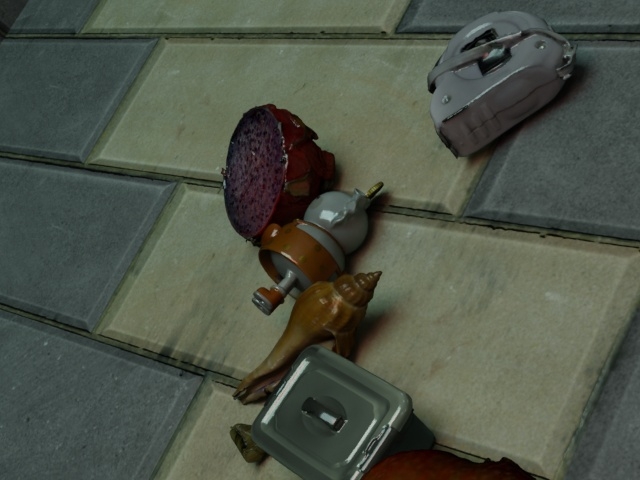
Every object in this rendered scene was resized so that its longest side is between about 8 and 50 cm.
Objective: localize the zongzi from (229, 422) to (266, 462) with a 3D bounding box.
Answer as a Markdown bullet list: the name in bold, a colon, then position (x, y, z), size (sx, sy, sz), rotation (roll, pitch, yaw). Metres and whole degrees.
- **zongzi**: position (-0.086, 0.275, 1.743), size (0.083, 0.040, 0.076), rotation (-37, 33, -5)

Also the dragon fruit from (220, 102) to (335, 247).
- **dragon fruit**: position (-0.050, -0.101, 1.950), size (0.224, 0.148, 0.218), rotation (49, 125, 49)

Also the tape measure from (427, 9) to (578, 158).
- **tape measure**: position (0.260, -0.252, 1.795), size (0.236, 0.120, 0.197), rotation (-33, 40, 11)

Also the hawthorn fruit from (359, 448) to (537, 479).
- **hawthorn fruit**: position (0.133, 0.401, 1.260), size (0.285, 0.285, 0.369), rotation (13, 82, 47)

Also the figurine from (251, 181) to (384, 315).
- **figurine**: position (0.005, 0.008, 1.819), size (0.271, 0.143, 0.143), rotation (-31, 36, -18)

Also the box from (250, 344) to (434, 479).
- **box**: position (0.029, 0.250, 1.584), size (0.227, 0.130, 0.162), rotation (24, 76, 48)

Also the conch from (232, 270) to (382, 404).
- **conch**: position (-0.016, 0.142, 1.749), size (0.330, 0.109, 0.093), rotation (-45, 1, 35)
